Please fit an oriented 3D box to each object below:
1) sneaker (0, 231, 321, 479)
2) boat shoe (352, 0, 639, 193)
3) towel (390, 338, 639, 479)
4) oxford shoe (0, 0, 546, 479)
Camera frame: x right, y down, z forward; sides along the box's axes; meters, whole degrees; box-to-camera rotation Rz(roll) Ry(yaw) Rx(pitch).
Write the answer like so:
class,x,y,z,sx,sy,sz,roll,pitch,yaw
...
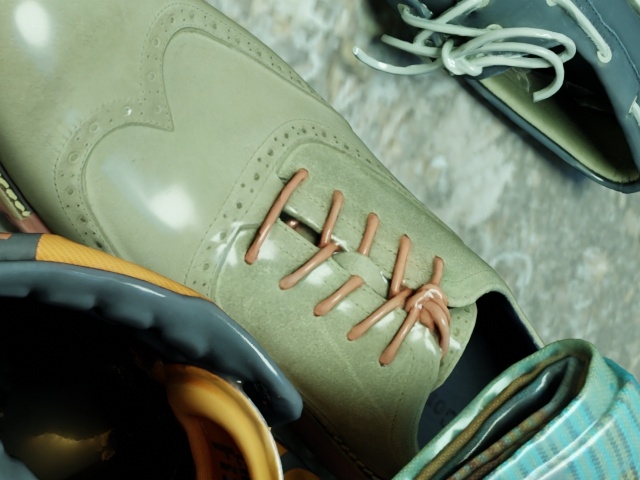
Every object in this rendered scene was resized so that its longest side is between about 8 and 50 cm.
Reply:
class,x,y,z,sx,sy,sz,roll,pitch,yaw
sneaker,-0.053,0.101,0.533,0.321,0.180,0.125,40,73,-35
boat shoe,0.077,-0.098,0.662,0.254,0.095,0.079,33,66,-46
towel,0.083,0.248,0.505,0.271,0.040,0.370,-41,112,-15
oxford shoe,0.000,0.000,0.589,0.348,0.130,0.123,41,72,-35
